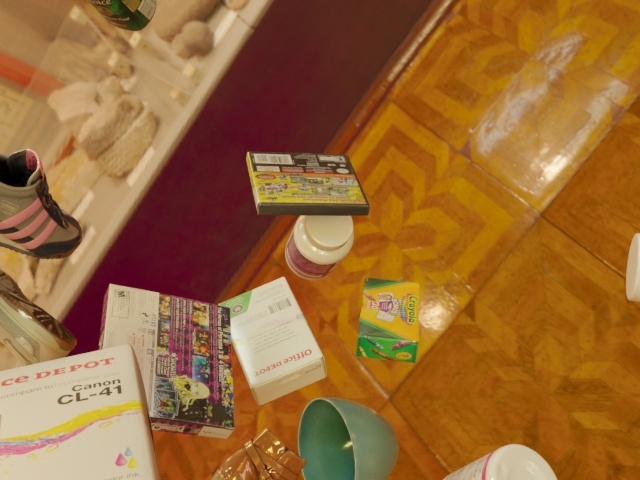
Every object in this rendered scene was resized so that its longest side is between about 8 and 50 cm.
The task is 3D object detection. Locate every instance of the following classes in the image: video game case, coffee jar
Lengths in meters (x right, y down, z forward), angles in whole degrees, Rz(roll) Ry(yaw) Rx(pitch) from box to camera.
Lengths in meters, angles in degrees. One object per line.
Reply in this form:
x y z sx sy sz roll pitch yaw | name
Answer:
-0.037 -0.144 1.732 0.248 0.274 0.035 -108 23 -51 | video game case
-0.356 -0.427 1.137 0.096 0.184 0.079 20 81 23 | coffee jar
-0.240 0.186 1.084 0.042 0.210 0.232 -55 32 39 | video game case

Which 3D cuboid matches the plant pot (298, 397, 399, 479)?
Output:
0.094 0.559 1.853 0.290 0.195 0.291 -2 88 59 | plant pot

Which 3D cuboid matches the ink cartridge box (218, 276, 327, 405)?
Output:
-0.098 0.203 1.408 0.154 0.093 0.212 -22 52 -9 | ink cartridge box

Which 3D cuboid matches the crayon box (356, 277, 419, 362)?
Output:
0.195 0.221 1.968 0.278 0.165 0.081 -77 -9 -58 | crayon box

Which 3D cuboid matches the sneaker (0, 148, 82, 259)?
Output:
-0.423 -0.060 0.998 0.131 0.319 0.112 -44 73 3 | sneaker

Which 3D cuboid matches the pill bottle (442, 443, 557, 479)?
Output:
0.323 0.522 1.366 0.283 0.160 0.161 -54 43 49 | pill bottle

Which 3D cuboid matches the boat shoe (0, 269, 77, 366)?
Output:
-0.580 0.127 1.239 0.302 0.109 0.098 38 90 4 | boat shoe

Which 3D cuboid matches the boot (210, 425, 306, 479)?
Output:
-0.109 0.577 1.553 0.220 0.283 0.109 -45 7 -16 | boot

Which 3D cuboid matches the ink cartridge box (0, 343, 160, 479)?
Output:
-0.263 0.244 0.646 0.306 0.225 0.131 -130 34 -60 | ink cartridge box

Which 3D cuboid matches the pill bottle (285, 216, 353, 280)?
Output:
0.000 0.000 1.935 0.301 0.169 0.170 122 152 -71 | pill bottle

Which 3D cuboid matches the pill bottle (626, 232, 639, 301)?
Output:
0.742 0.067 1.272 0.318 0.176 0.177 6 78 15 | pill bottle
